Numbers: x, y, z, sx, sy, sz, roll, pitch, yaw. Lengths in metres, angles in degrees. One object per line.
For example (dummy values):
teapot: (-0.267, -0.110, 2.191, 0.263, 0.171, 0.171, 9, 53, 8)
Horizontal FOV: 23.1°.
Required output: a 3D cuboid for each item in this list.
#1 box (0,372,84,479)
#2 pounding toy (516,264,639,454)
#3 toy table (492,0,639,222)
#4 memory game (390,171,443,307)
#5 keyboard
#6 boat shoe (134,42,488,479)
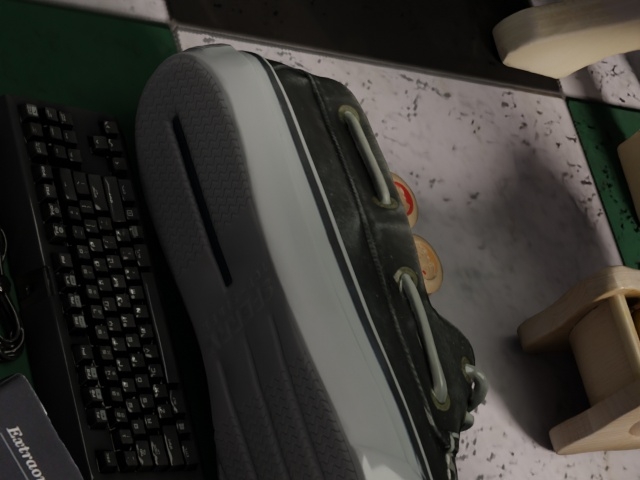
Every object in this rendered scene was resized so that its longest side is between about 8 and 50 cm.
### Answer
box: (-0.149, 0.157, 0.475, 0.207, 0.108, 0.153, -28, 88, -52)
pounding toy: (0.250, 0.095, 0.913, 0.270, 0.154, 0.154, 4, 63, -45)
toy table: (0.251, -0.150, 1.067, 0.274, 0.161, 0.252, 21, 51, -39)
memory game: (0.000, 0.000, 0.816, 0.186, 0.012, 0.186, 26, 49, -34)
keyboard: (-0.106, 0.020, 0.680, 0.108, 0.023, 0.180, 4, 63, -46)
boat shoe: (0.019, 0.059, 0.695, 0.119, 0.121, 0.335, -4, 70, -35)
